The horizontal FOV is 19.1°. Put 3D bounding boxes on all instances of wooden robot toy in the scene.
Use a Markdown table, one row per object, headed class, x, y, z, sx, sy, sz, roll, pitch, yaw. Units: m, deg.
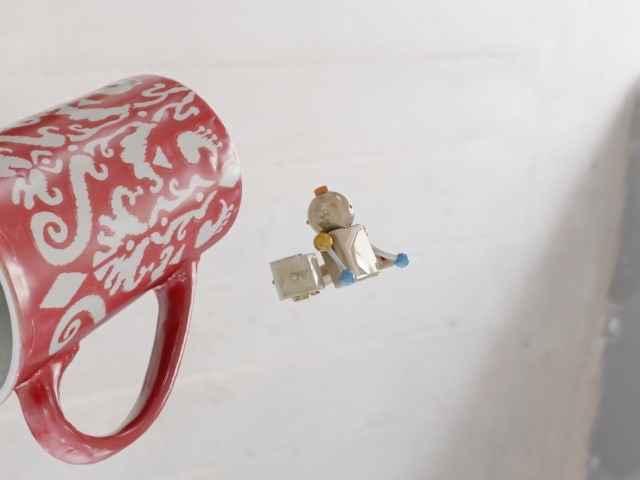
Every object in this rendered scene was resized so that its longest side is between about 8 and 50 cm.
| class | x | y | z | sx | sy | sz | roll | pitch | yaw |
| --- | --- | --- | --- | --- | --- | --- | --- | --- | --- |
| wooden robot toy | 0.000 | 0.000 | 1.433 | 0.173 | 0.076 | 0.079 | -14 | 87 | -61 |

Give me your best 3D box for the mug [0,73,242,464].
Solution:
| class | x | y | z | sx | sy | sz | roll | pitch | yaw |
| --- | --- | --- | --- | --- | --- | --- | --- | --- | --- |
| mug | -0.119 | 0.010 | 0.863 | 0.169 | 0.113 | 0.150 | -35 | 123 | -48 |
